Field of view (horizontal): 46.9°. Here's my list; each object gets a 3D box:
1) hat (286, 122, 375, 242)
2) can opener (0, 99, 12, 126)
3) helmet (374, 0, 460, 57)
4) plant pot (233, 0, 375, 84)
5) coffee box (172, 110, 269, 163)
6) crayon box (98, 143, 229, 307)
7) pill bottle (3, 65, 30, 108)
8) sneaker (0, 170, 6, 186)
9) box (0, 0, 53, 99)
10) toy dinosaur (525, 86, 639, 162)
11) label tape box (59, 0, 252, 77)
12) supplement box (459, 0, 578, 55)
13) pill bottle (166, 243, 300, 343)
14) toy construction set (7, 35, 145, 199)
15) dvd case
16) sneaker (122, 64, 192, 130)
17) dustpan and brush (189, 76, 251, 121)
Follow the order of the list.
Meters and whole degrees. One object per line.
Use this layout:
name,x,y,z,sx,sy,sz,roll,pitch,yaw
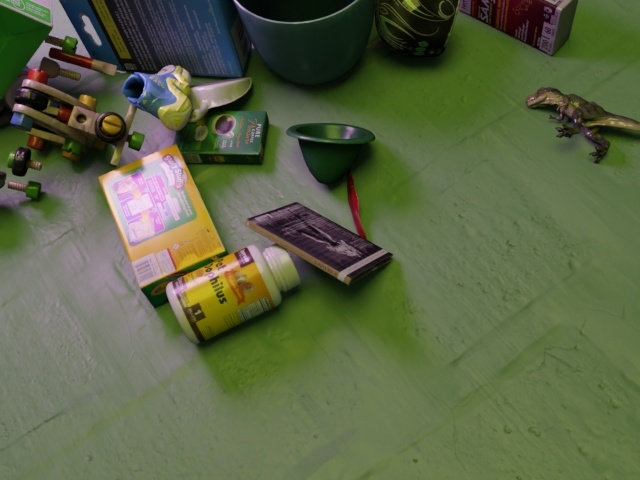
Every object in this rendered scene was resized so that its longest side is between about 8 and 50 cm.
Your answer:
hat,0.016,-0.120,1.430,0.173,0.183,0.208,4,19,2
can opener,-0.803,-0.235,1.569,0.280,0.074,0.093,-26,60,-8
helmet,0.191,-0.465,1.528,0.162,0.169,0.169,16,62,-3
plant pot,-0.022,-0.463,1.510,0.293,0.235,0.292,-3,60,6
coffee box,-0.202,-0.209,1.498,0.184,0.040,0.113,0,60,8
crayon box,-0.291,-0.034,1.384,0.165,0.081,0.278,-24,60,-7
pill bottle,-0.680,-0.359,1.617,0.087,0.087,0.160,-39,63,-15
sneaker,-0.711,-0.069,1.438,0.262,0.104,0.125,-16,70,26
box,-0.652,-0.441,1.462,0.262,0.127,0.231,-37,53,32
toy dinosaur,0.514,-0.220,1.406,0.268,0.064,0.118,25,59,16
label tape box,-0.341,-0.470,1.542,0.348,0.249,0.115,7,61,13
supplement box,0.407,-0.499,1.538,0.239,0.130,0.073,36,71,25
pill bottle,-0.148,0.084,1.277,0.215,0.117,0.117,-25,60,-8
toy construction set,-0.463,-0.254,1.478,0.237,0.257,0.308,14,58,-13
dvd case,0.000,0.000,1.308,0.221,0.018,0.165,29,26,22
sneaker,-0.324,-0.308,1.455,0.091,0.126,0.240,-53,33,16
dustpan and brush,-0.230,-0.285,1.501,0.147,0.060,0.211,-5,17,12
